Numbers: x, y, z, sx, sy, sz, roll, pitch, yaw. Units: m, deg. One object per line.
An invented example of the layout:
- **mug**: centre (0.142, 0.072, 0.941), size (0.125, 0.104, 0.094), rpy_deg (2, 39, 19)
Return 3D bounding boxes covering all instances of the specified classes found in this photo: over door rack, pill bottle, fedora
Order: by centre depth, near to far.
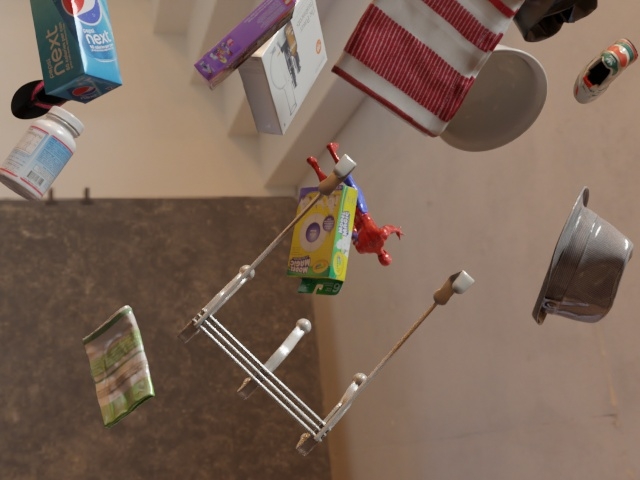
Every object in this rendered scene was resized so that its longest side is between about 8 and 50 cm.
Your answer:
- **over door rack**: centre (0.007, 0.088, 1.055), size (0.324, 0.239, 0.108), rpy_deg (-47, -179, 0)
- **pill bottle**: centre (-0.489, -0.154, 1.390), size (0.160, 0.087, 0.087), rpy_deg (-59, -169, -17)
- **fedora**: centre (0.478, 0.050, 1.412), size (0.244, 0.124, 0.275), rpy_deg (-52, 158, -38)

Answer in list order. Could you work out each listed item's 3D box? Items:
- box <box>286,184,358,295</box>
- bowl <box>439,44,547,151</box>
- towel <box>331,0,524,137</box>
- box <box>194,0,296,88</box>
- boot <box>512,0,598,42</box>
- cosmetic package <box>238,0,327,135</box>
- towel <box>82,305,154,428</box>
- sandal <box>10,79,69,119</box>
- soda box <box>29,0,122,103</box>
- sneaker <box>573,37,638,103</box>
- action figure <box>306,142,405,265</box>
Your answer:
- **box**: centre (0.000, 0.000, 1.307), size (0.105, 0.043, 0.179), rpy_deg (-1, -102, 45)
- **bowl**: centre (0.406, -0.381, 1.991), size (0.134, 0.298, 0.298), rpy_deg (-105, -157, -46)
- **towel**: centre (0.189, -0.347, 1.230), size (0.329, 0.237, 0.037), rpy_deg (-58, -146, 7)
- **box**: centre (-0.188, -0.504, 1.984), size (0.057, 0.293, 0.201), rpy_deg (48, -2, -7)
- **boot**: centre (0.449, -0.671, 2.051), size (0.367, 0.146, 0.445), rpy_deg (-36, -116, 18)
- **cosmetic package**: centre (-0.107, -0.541, 2.330), size (0.284, 0.097, 0.377), rpy_deg (77, 31, -49)
- **towel**: centre (-0.304, 0.187, 1.177), size (0.113, 0.023, 0.152), rpy_deg (-38, -123, 25)
- **sandal**: centre (-0.511, -0.284, 1.516), size (0.040, 0.179, 0.067), rpy_deg (-134, -157, -72)
- **soda box**: centre (-0.316, -0.287, 1.000), size (0.071, 0.067, 0.210), rpy_deg (-18, -101, 27)
- **sneaker**: centre (0.455, -0.272, 1.319), size (0.057, 0.075, 0.161), rpy_deg (55, -22, 8)
- **action figure**: centre (0.085, -0.067, 1.700), size (0.280, 0.091, 0.139), rpy_deg (61, 17, 12)
